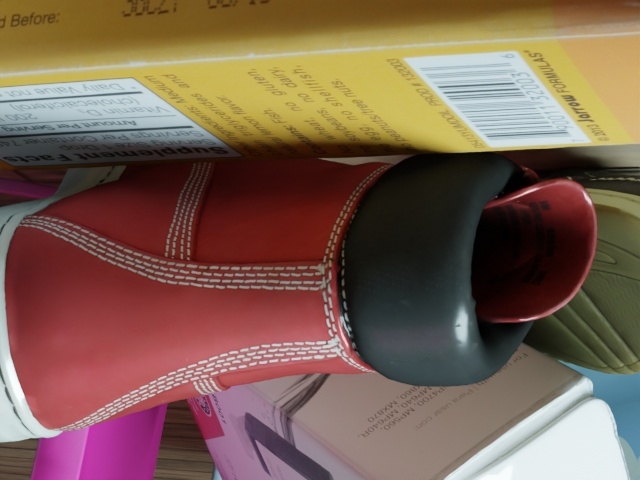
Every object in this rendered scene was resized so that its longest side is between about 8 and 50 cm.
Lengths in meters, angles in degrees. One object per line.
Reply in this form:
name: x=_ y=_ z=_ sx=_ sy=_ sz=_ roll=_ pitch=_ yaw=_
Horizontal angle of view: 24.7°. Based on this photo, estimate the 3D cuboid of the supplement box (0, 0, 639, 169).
supplement box: x=-0.013 y=-0.067 z=0.381 sx=0.233 sy=0.078 sz=0.080 roll=1 pitch=164 yaw=25

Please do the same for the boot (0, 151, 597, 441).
boot: x=0.000 y=0.000 z=0.479 sx=0.176 sy=0.088 sz=0.244 roll=-7 pitch=-169 yaw=10

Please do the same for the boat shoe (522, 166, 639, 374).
boat shoe: x=0.097 y=0.005 z=0.564 sx=0.080 sy=0.073 sz=0.223 roll=50 pitch=162 yaw=-2

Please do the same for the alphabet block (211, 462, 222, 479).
alphabet block: x=0.043 y=0.203 z=1.020 sx=0.197 sy=0.192 sz=0.193 roll=4 pitch=164 yaw=19

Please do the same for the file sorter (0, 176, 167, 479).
file sorter: x=-0.177 y=0.077 z=0.703 sx=0.182 sy=0.202 sz=0.290 roll=10 pitch=163 yaw=1

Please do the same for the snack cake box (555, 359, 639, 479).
snack cake box: x=0.193 y=0.068 z=0.614 sx=0.152 sy=0.089 sz=0.264 roll=-9 pitch=172 yaw=-27

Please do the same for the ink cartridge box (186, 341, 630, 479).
ink cartridge box: x=0.033 y=0.103 z=0.621 sx=0.218 sy=0.092 sz=0.158 roll=26 pitch=142 yaw=54
